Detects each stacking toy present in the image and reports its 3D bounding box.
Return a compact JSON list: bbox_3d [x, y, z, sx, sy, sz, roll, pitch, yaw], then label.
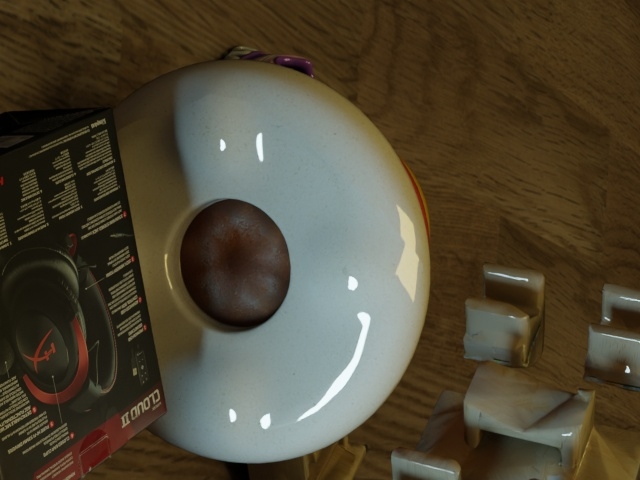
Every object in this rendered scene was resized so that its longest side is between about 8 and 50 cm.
[{"bbox_3d":[0.000,0.000,1.581,0.480,0.350,0.350,-15,104,-67],"label":"stacking toy"}]

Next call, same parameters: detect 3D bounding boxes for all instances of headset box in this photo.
[{"bbox_3d":[-0.233,0.066,1.239,0.218,0.110,0.293,-36,121,-56],"label":"headset box"}]

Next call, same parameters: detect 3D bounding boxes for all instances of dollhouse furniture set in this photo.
[{"bbox_3d":[0.132,0.229,1.701,0.362,0.394,0.256,-60,154,-44],"label":"dollhouse furniture set"}]

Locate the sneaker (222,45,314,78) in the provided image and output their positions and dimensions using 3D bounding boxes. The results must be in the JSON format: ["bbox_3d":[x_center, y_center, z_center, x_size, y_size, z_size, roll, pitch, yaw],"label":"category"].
[{"bbox_3d":[-0.078,-0.135,1.659,0.236,0.104,0.095,-47,132,-51],"label":"sneaker"}]
